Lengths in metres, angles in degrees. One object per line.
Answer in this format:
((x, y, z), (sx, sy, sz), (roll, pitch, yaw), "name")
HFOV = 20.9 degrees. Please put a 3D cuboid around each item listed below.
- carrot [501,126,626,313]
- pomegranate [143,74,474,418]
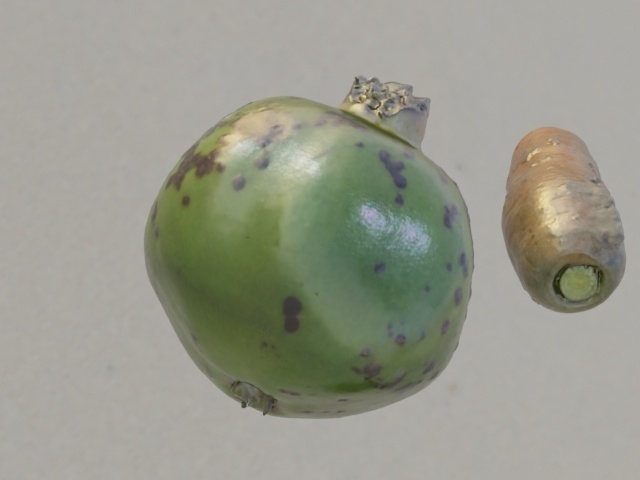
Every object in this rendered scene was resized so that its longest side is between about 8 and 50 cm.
((0.267, -0.030, 1.964), (0.138, 0.139, 0.302), (40, 17, -17), "carrot")
((0.000, 0.000, 1.273), (0.254, 0.271, 0.254), (22, -4, 1), "pomegranate")
